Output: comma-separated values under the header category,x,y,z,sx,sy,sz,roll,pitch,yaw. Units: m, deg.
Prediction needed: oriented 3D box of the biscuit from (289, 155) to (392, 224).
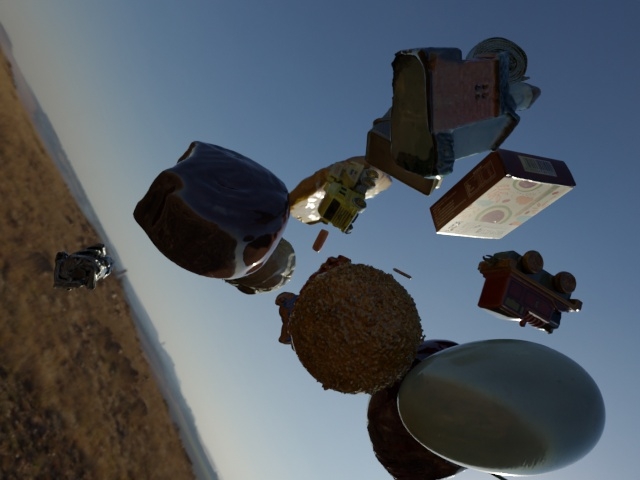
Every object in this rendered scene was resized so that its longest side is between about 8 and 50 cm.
category,x,y,z,sx,sy,sz,roll,pitch,yaw
biscuit,0.054,-0.208,1.937,0.104,0.429,0.446,68,16,15

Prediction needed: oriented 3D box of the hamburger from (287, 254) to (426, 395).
category,x,y,z,sx,sy,sz,roll,pitch,yaw
hamburger,0.070,0.186,1.025,0.294,0.276,0.179,35,-10,21

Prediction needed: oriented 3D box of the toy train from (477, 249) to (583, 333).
category,x,y,z,sx,sy,sz,roll,pitch,yaw
toy train,0.667,0.167,1.569,0.369,0.231,0.163,29,-15,-14

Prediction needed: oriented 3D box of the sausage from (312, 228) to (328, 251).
category,x,y,z,sx,sy,sz,roll,pitch,yaw
sausage,0.000,0.000,1.663,0.034,0.083,0.034,27,1,-1

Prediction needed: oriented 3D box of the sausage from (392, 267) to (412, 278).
category,x,y,z,sx,sy,sz,roll,pitch,yaw
sausage,0.350,0.141,2.042,0.100,0.015,0.015,28,-39,34

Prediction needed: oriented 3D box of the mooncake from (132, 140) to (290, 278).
category,x,y,z,sx,sy,sz,roll,pitch,yaw
mooncake,-0.214,-0.082,1.006,0.334,0.326,0.174,46,-58,21

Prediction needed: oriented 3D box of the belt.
category,x,y,z,sx,sy,sz,roll,pitch,yaw
belt,0.509,-0.510,1.379,0.082,0.163,0.147,-124,-162,-77

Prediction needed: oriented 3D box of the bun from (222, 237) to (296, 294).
category,x,y,z,sx,sy,sz,roll,pitch,yaw
bun,-0.222,0.069,1.558,0.281,0.205,0.281,18,-37,15

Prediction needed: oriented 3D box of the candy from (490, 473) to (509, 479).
category,x,y,z,sx,sy,sz,roll,pitch,yaw
candy,0.439,0.640,1.346,0.305,0.091,0.083,17,-15,43

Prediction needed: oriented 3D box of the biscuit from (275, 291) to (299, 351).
category,x,y,z,sx,sy,sz,roll,pitch,yaw
biscuit,-0.039,0.256,1.399,0.043,0.183,0.280,-7,-52,51

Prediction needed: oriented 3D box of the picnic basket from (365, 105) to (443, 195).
category,x,y,z,sx,sy,sz,roll,pitch,yaw
picnic basket,0.273,-0.274,1.446,0.267,0.139,0.165,32,-23,18

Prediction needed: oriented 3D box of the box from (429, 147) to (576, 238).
category,x,y,z,sx,sy,sz,roll,pitch,yaw
box,0.663,-0.159,1.774,0.385,0.345,0.122,-49,-136,51

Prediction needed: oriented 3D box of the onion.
category,x,y,z,sx,sy,sz,roll,pitch,yaw
onion,0.251,0.377,1.117,0.260,0.337,0.282,63,-8,-9

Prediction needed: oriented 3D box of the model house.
category,x,y,z,sx,sy,sz,roll,pitch,yaw
model house,0.306,-0.275,0.981,0.184,0.291,0.253,-122,-158,-65

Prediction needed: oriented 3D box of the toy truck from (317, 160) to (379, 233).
category,x,y,z,sx,sy,sz,roll,pitch,yaw
toy truck,0.078,-0.156,1.532,0.157,0.272,0.124,29,-50,-2

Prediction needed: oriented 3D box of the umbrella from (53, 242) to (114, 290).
category,x,y,z,sx,sy,sz,roll,pitch,yaw
umbrella,-0.606,0.060,1.246,0.358,0.113,0.106,-175,-99,-74

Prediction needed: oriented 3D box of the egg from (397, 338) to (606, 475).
category,x,y,z,sx,sy,sz,roll,pitch,yaw
egg,0.316,0.289,0.843,0.230,0.371,0.230,-174,-90,-79
